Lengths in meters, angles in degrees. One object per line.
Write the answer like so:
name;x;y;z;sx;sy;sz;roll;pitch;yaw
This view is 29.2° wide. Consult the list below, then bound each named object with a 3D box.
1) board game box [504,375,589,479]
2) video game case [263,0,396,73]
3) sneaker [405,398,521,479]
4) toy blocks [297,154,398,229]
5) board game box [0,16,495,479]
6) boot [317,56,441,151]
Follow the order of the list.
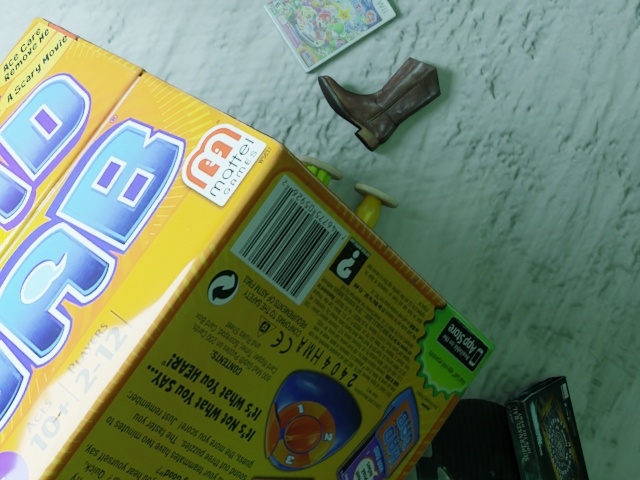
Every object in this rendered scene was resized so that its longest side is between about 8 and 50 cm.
board game box;0.252;0.250;1.329;0.026;0.126;0.186;-13;89;33
video game case;0.010;-0.251;1.347;0.122;0.011;0.087;-34;94;-10
sneaker;0.099;0.235;1.308;0.331;0.146;0.122;18;58;-31
toy blocks;0.000;0.000;1.315;0.123;0.054;0.148;26;84;-10
board game box;-0.147;0.091;1.053;0.356;0.356;0.356;-55;137;-6
boot;0.067;-0.170;1.342;0.114;0.037;0.106;-42;109;-6
